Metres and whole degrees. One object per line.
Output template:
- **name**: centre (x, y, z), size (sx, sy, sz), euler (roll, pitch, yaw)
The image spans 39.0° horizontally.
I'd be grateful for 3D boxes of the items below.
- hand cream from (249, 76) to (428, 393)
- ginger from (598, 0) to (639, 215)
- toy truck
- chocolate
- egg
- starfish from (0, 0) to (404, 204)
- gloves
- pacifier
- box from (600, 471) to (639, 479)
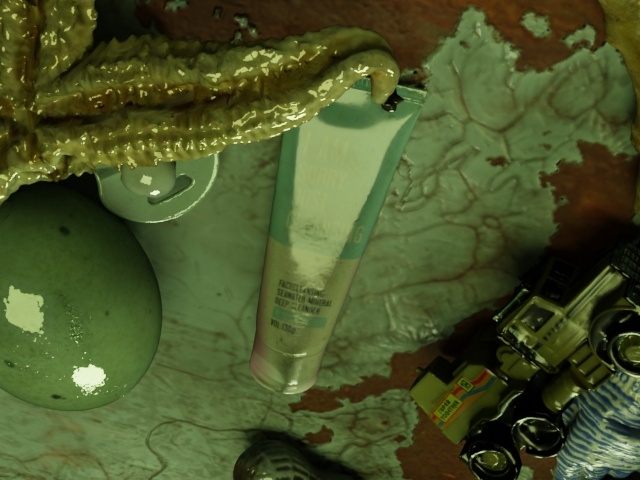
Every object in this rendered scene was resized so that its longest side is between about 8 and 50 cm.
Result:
- **hand cream**: centre (0.000, 0.000, 0.776), size (0.111, 0.070, 0.312), euler (13, 125, 0)
- **ginger**: centre (0.249, -0.117, 0.652), size (0.118, 0.065, 0.299), euler (-31, 121, 11)
- **toy truck**: centre (0.197, 0.093, 0.790), size (0.127, 0.127, 0.257), euler (42, 129, 1)
- **chocolate**: centre (-0.019, 0.271, 0.990), size (0.167, 0.072, 0.072), euler (31, 125, -17)
- **egg**: centre (-0.224, 0.052, 0.773), size (0.169, 0.169, 0.236), euler (-3, 142, 9)
- **starfish**: centre (-0.195, -0.162, 0.622), size (0.432, 0.082, 0.324), euler (-21, 95, 18)
- **gloves**: centre (0.280, 0.168, 0.869), size (0.119, 0.097, 0.229), euler (33, 137, 19)
- **pacifier**: centre (-0.131, -0.072, 0.705), size (0.126, 0.116, 0.150), euler (-24, 122, -7)
- **box**: centre (0.352, 0.455, 1.007), size (0.251, 0.204, 0.345), euler (23, 128, -10)
